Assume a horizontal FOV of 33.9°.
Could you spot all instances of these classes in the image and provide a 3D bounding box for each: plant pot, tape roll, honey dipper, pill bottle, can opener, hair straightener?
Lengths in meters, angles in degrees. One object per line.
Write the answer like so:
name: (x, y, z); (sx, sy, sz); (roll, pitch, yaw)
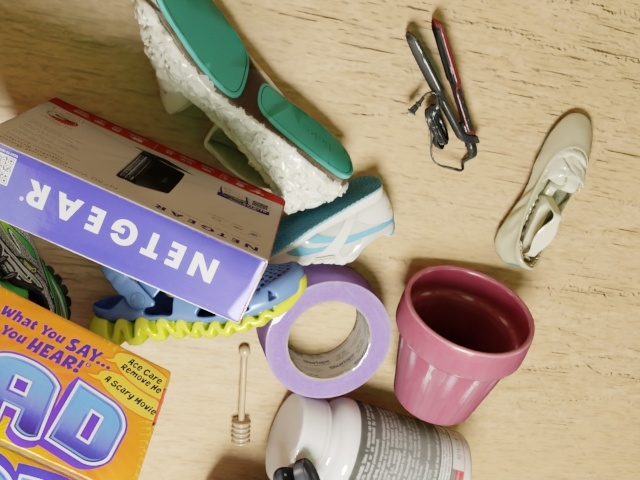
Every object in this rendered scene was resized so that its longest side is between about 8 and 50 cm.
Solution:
plant pot: (0.195, 0.167, 1.560); (0.201, 0.201, 0.180); (5, 125, -16)
tape roll: (0.004, 0.131, 1.548); (0.189, 0.080, 0.189); (-5, 111, -13)
honey dipper: (-0.119, 0.233, 1.587); (0.030, 0.030, 0.161); (-2, 108, -14)
pill bottle: (0.072, 0.332, 1.599); (0.283, 0.161, 0.161); (20, 105, -19)
can opener: (-0.022, 0.398, 1.452); (0.059, 0.073, 0.186); (-5, 68, -25)
hair straightener: (0.161, -0.192, 1.485); (0.089, 0.047, 0.230); (-24, 119, -4)

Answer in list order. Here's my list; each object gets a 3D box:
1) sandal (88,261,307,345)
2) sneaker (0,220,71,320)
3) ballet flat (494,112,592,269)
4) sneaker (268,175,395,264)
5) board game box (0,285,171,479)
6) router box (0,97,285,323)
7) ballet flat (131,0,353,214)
sandal: (-0.176, 0.059, 1.422); (0.317, 0.126, 0.138); (-8, 102, 9)
sneaker: (-0.424, 0.014, 1.356); (0.134, 0.146, 0.343); (-30, 115, -2)
ballet flat: (0.344, -0.066, 1.555); (0.086, 0.086, 0.248); (20, 105, -21)
sneaker: (0.000, 0.000, 1.493); (0.228, 0.087, 0.092); (-27, 121, 0)
board game box: (-0.454, 0.289, 1.248); (0.356, 0.356, 0.356); (30, 139, -20)
router box: (-0.215, -0.048, 1.256); (0.335, 0.301, 0.082); (24, 104, -5)
ballet flat: (-0.125, -0.175, 1.371); (0.147, 0.147, 0.409); (-43, 115, 5)
